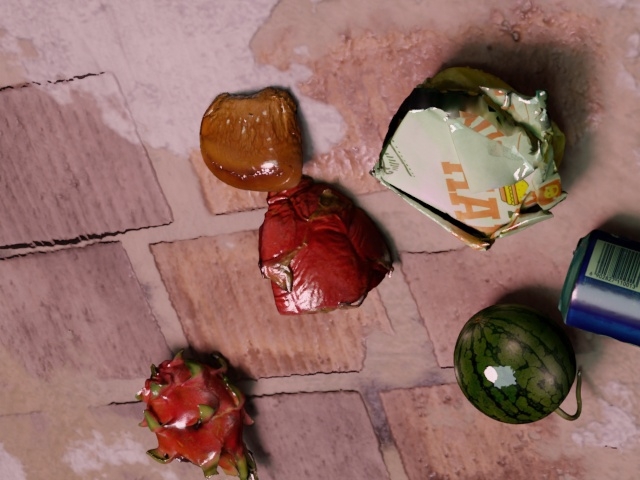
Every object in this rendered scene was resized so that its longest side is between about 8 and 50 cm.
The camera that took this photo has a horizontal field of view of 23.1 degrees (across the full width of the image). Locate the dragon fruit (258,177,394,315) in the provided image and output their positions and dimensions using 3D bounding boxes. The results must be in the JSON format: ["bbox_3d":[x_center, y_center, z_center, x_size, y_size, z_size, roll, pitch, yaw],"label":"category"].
[{"bbox_3d":[-0.001,0.001,1.886,0.127,0.120,0.161,-14,107,23],"label":"dragon fruit"}]

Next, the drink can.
[{"bbox_3d":[0.378,0.067,1.764,0.205,0.118,0.118,19,126,13],"label":"drink can"}]

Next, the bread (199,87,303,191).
[{"bbox_3d":[-0.086,-0.118,1.875,0.129,0.044,0.126,1,100,30],"label":"bread"}]

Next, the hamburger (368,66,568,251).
[{"bbox_3d":[0.183,-0.106,1.735,0.214,0.125,0.235,25,131,-1],"label":"hamburger"}]

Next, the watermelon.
[{"bbox_3d":[0.246,0.159,1.868,0.187,0.140,0.141,43,127,-12],"label":"watermelon"}]

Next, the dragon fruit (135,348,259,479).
[{"bbox_3d":[-0.154,0.258,2.102,0.135,0.137,0.236,-16,105,40],"label":"dragon fruit"}]
